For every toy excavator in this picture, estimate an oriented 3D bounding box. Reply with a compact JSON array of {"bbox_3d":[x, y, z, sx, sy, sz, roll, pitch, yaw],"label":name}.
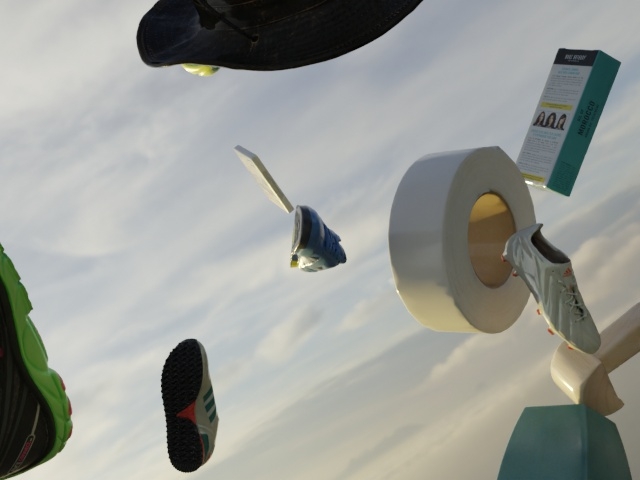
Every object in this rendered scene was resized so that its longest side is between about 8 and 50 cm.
[{"bbox_3d":[0.633,0.126,1.344,0.445,0.222,0.433,24,-75,-32],"label":"toy excavator"}]

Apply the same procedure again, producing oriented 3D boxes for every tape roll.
[{"bbox_3d":[0.225,-0.001,1.249,0.100,0.286,0.286,-3,11,42],"label":"tape roll"}]

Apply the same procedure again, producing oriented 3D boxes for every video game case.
[{"bbox_3d":[-0.121,-0.132,1.720,0.019,0.143,0.157,-38,23,-7],"label":"video game case"}]

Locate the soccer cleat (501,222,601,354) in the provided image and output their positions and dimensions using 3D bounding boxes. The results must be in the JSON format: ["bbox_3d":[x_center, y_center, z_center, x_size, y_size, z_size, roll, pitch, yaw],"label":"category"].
[{"bbox_3d":[0.329,0.067,1.124,0.068,0.196,0.076,-22,-17,-47],"label":"soccer cleat"}]

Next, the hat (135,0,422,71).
[{"bbox_3d":[-0.042,-0.288,0.755,0.331,0.331,0.134,-31,-52,-11],"label":"hat"}]

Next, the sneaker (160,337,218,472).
[{"bbox_3d":[-0.159,0.204,1.019,0.057,0.161,0.075,-5,-9,12],"label":"sneaker"}]

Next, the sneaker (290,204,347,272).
[{"bbox_3d":[0.000,0.000,1.122,0.082,0.069,0.209,7,-13,-1],"label":"sneaker"}]

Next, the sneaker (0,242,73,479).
[{"bbox_3d":[-0.485,0.118,1.040,0.185,0.483,0.202,1,28,46],"label":"sneaker"}]

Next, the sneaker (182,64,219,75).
[{"bbox_3d":[-0.154,-0.405,1.259,0.109,0.296,0.123,5,-4,-28],"label":"sneaker"}]

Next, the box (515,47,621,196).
[{"bbox_3d":[0.421,-0.205,1.405,0.060,0.100,0.244,18,-85,-30],"label":"box"}]

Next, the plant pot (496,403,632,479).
[{"bbox_3d":[0.366,0.374,1.217,0.165,0.234,0.165,-16,-37,43],"label":"plant pot"}]
